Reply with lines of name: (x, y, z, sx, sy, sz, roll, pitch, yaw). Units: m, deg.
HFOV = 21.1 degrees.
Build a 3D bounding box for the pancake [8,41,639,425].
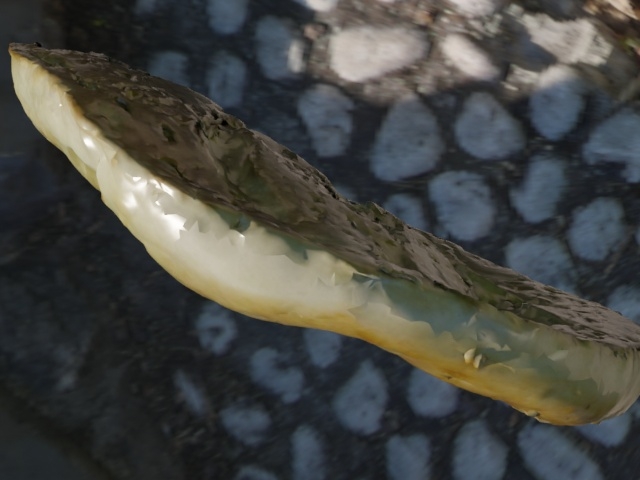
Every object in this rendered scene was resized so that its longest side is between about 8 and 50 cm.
pancake: (0.001, 0.000, 0.927, 0.387, 0.387, 0.082, 28, 93, 14)
